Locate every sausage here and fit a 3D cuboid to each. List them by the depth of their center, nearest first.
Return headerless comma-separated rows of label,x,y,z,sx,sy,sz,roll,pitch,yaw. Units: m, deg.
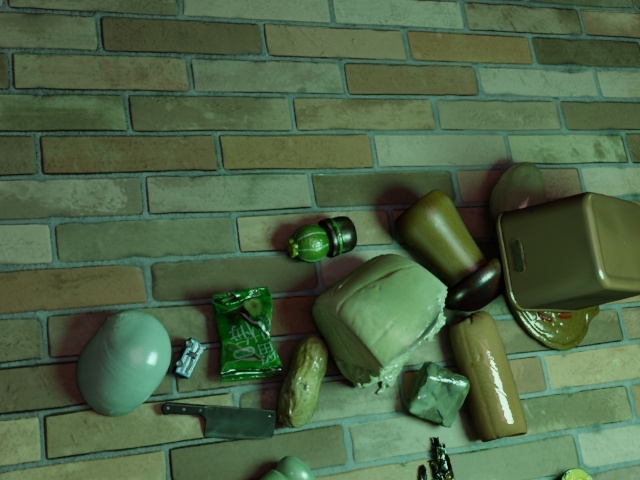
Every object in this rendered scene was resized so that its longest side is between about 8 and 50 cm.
sausage,0.390,0.319,1.964,0.121,0.121,0.304,-9,76,-23

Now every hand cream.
hand cream,-0.136,0.576,1.706,0.306,0.093,0.147,-43,97,-24

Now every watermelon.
watermelon,0.603,0.598,1.989,0.105,0.062,0.105,10,64,-22

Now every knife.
knife,-0.216,0.383,1.766,0.245,0.019,0.072,8,90,-12

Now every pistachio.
pistachio,0.503,-0.098,2.130,0.144,0.144,0.215,25,61,-12

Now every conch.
conch,-0.406,0.246,1.705,0.185,0.121,0.221,11,73,14

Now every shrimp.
shrimp,0.266,0.530,1.900,0.091,0.034,0.161,-6,77,-21

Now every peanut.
peanut,-0.035,0.307,1.826,0.099,0.099,0.214,29,61,-10

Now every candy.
candy,-0.160,0.205,1.821,0.141,0.078,0.203,-6,88,-11

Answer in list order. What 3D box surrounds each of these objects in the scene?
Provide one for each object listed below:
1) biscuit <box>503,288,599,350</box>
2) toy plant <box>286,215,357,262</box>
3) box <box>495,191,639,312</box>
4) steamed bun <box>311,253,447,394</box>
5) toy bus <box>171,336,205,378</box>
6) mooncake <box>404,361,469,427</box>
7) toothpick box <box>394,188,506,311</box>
biscuit,0.593,0.139,2.137,0.257,0.049,0.273,-38,91,-26
toy plant,0.000,0.000,1.934,0.162,0.093,0.093,-17,80,-21
box,0.609,0.030,1.954,0.339,0.229,0.239,6,72,-46
steamed bun,0.154,0.167,1.844,0.273,0.272,0.290,48,61,0
toy bus,-0.282,0.251,1.779,0.046,0.038,0.083,30,67,-15
mooncake,0.270,0.354,1.922,0.125,0.073,0.130,25,96,-15
toothpick box,0.318,0.029,1.993,0.192,0.192,0.294,-34,83,-26
